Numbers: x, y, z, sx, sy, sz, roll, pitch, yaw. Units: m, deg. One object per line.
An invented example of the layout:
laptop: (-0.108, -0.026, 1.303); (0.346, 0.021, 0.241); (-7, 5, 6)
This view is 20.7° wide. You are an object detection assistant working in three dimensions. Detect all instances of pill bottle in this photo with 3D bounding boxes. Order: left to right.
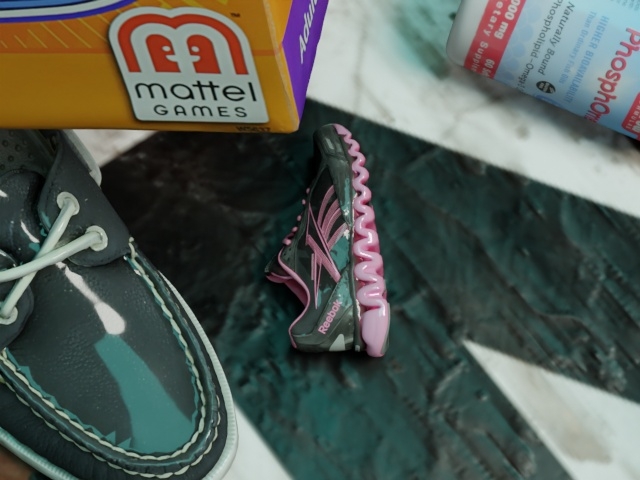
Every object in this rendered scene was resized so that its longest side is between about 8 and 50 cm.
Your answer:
pill bottle: (0.149, -0.099, 0.860); (0.160, 0.087, 0.087); (23, 67, 5)

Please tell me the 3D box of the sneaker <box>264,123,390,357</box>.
sneaker: (0.000, 0.000, 0.830); (0.057, 0.047, 0.119); (-8, 67, 3)

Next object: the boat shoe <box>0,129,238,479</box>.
boat shoe: (-0.149, -0.005, 0.786); (0.114, 0.091, 0.302); (-41, 77, -19)

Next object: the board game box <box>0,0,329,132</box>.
board game box: (-0.176, -0.290, 0.674); (0.356, 0.356, 0.357); (2, 50, 12)
